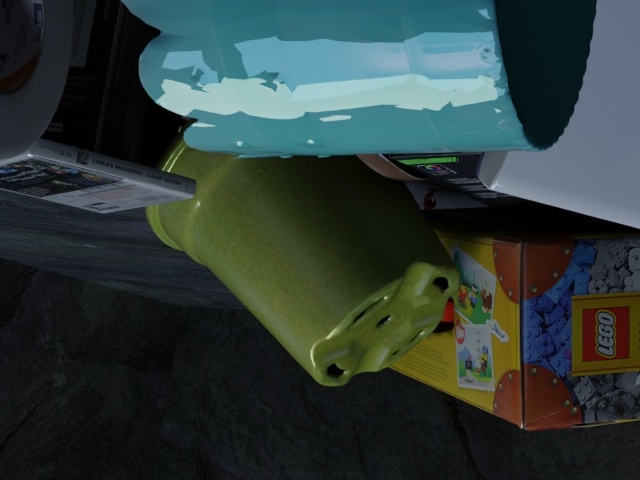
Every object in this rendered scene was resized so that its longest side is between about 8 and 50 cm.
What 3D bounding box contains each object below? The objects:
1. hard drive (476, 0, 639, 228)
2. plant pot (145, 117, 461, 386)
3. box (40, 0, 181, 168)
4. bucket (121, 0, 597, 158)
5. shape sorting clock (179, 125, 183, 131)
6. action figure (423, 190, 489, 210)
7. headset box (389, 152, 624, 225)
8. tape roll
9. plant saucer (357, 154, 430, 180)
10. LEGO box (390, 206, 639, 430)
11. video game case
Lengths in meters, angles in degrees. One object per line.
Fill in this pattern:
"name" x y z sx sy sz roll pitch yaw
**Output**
"hard drive" 0.302 -0.103 1.045 0.319 0.210 0.040 13 -158 -24
"plant pot" 0.000 0.000 1.363 0.254 0.276 0.276 53 -168 26
"box" -0.251 -0.146 1.346 0.168 0.167 0.203 5 170 15
"bucket" 0.035 -0.170 0.700 0.183 0.281 0.281 4 169 22
"shape sorting clock" -0.257 -0.137 1.773 0.206 0.040 0.206 4 170 1
"action figure" 0.146 -0.048 1.852 0.280 0.139 0.091 40 158 -28
"headset box" 0.235 -0.110 1.241 0.246 0.131 0.283 0 167 36
"tape roll" -0.277 -0.175 1.053 0.072 0.219 0.219 6 170 17
"plant saucer" 0.046 -0.121 1.282 0.029 0.168 0.168 -37 148 22
"LEGO box" 0.289 0.066 1.555 0.372 0.193 0.500 -3 -175 -18
"video game case" -0.240 -0.060 1.275 0.173 0.022 0.190 14 169 -35
